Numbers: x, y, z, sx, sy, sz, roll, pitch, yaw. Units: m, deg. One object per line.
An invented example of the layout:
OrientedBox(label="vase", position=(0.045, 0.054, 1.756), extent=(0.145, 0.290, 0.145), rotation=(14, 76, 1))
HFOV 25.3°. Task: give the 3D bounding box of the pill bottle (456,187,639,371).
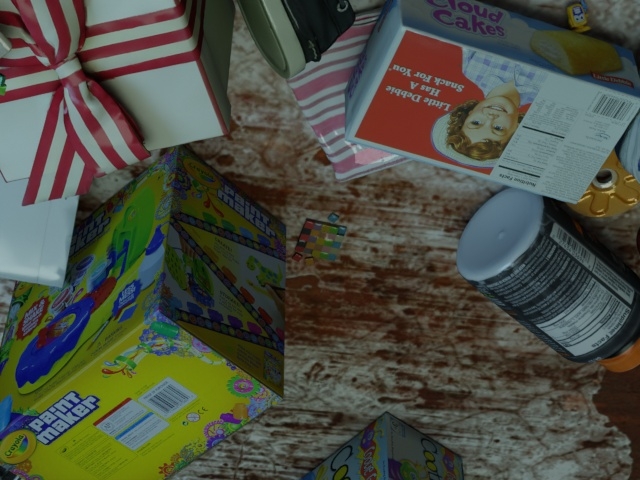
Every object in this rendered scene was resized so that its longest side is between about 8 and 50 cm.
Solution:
OrientedBox(label="pill bottle", position=(0.279, 0.054, 1.620), extent=(0.130, 0.130, 0.246), rotation=(-37, 121, 27))

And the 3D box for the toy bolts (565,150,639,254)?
OrientedBox(label="toy bolts", position=(0.381, -0.004, 1.551), extent=(0.218, 0.158, 0.228), rotation=(-9, 129, 7))

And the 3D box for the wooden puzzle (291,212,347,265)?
OrientedBox(label="wooden puzzle", position=(0.000, 0.000, 1.653), extent=(0.049, 0.006, 0.083), rotation=(12, 129, -10))

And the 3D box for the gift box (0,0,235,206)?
OrientedBox(label="gift box", position=(-0.232, -0.202, 1.322), extent=(0.276, 0.258, 0.255), rotation=(-16, 127, 12))

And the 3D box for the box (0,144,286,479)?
OrientedBox(label="box", position=(-0.198, 0.102, 1.562), extent=(0.290, 0.279, 0.177), rotation=(-37, 121, 26))

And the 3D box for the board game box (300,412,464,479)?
OrientedBox(label="board game box", position=(0.048, 0.379, 1.881), extent=(0.142, 0.144, 0.275), rotation=(34, 121, -24))

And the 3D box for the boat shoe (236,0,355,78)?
OrientedBox(label="boat shoe", position=(-0.042, -0.318, 1.326), extent=(0.113, 0.127, 0.340), rotation=(-29, 121, -14))

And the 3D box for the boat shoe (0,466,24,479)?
OrientedBox(label="boat shoe", position=(-0.395, 0.263, 1.805), extent=(0.105, 0.113, 0.306), rotation=(35, 119, -18))

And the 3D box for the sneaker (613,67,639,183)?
OrientedBox(label="sneaker", position=(0.380, -0.195, 1.426), extent=(0.112, 0.131, 0.296), rotation=(26, 100, -24))

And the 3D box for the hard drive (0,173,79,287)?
OrientedBox(label="hard drive", position=(-0.408, -0.075, 1.510), extent=(0.307, 0.040, 0.203), rotation=(10, 97, -9))

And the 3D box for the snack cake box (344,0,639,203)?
OrientedBox(label="snack cake box", position=(0.172, -0.147, 1.443), extent=(0.264, 0.089, 0.152), rotation=(15, 132, -14))

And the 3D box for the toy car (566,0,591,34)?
OrientedBox(label="toy car", position=(0.305, -0.243, 1.423), extent=(0.122, 0.060, 0.040), rotation=(-17, 97, 6))

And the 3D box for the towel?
OrientedBox(label="towel", position=(0.049, -0.150, 1.514), extent=(0.144, 0.029, 0.197), rotation=(-17, 128, 15))

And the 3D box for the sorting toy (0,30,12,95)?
OrientedBox(label="sorting toy", position=(-0.288, -0.159, 1.202), extent=(0.062, 0.012, 0.083), rotation=(-26, 116, 39))
